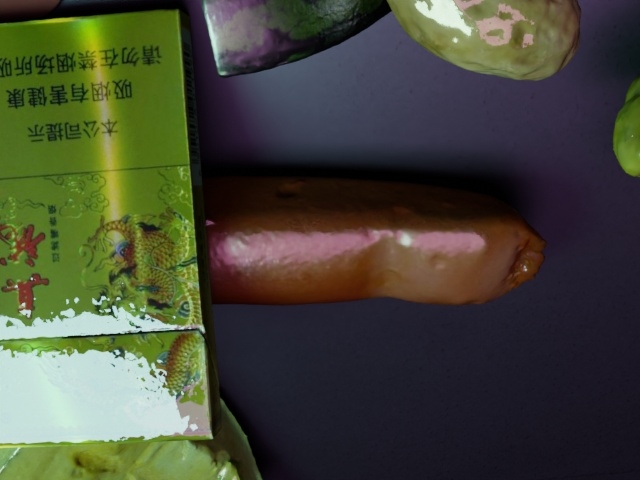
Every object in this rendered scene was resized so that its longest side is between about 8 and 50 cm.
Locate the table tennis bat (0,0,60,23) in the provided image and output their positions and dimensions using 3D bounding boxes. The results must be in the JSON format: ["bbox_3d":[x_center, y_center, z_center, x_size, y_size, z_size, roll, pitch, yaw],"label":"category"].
[{"bbox_3d":[-0.239,-0.223,0.771,0.087,0.013,0.156,-17,125,17],"label":"table tennis bat"}]

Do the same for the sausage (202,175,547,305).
[{"bbox_3d":[0.000,0.000,0.869,0.349,0.094,0.097,0,139,1],"label":"sausage"}]

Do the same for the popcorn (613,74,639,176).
[{"bbox_3d":[0.350,-0.045,0.741,0.242,0.235,0.250,-22,105,45],"label":"popcorn"}]

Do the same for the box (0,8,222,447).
[{"bbox_3d":[-0.170,-0.006,0.806,0.173,0.043,0.311,-3,93,6],"label":"box"}]

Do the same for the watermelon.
[{"bbox_3d":[-0.021,-0.190,0.704,0.193,0.145,0.137,28,126,-17],"label":"watermelon"}]

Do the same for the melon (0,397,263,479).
[{"bbox_3d":[-0.178,0.181,0.978,0.196,0.124,0.323,-43,137,12],"label":"melon"}]

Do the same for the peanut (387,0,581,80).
[{"bbox_3d":[0.075,-0.187,0.656,0.098,0.103,0.229,-41,119,-11],"label":"peanut"}]
